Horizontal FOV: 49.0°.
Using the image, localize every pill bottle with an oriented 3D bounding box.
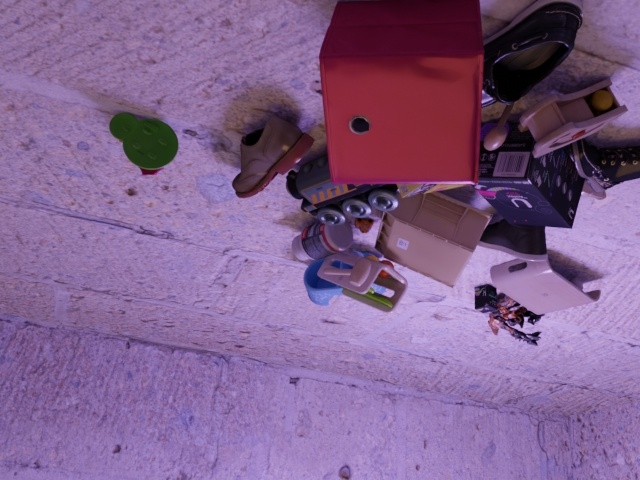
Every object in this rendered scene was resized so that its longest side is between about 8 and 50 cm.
[{"bbox_3d":[0.000,0.000,2.098,0.108,0.107,0.180,25,148,-35],"label":"pill bottle"}]

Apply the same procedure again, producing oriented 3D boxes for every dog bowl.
[{"bbox_3d":[0.077,0.120,2.289,0.297,0.165,0.074,-7,141,26],"label":"dog bowl"}]

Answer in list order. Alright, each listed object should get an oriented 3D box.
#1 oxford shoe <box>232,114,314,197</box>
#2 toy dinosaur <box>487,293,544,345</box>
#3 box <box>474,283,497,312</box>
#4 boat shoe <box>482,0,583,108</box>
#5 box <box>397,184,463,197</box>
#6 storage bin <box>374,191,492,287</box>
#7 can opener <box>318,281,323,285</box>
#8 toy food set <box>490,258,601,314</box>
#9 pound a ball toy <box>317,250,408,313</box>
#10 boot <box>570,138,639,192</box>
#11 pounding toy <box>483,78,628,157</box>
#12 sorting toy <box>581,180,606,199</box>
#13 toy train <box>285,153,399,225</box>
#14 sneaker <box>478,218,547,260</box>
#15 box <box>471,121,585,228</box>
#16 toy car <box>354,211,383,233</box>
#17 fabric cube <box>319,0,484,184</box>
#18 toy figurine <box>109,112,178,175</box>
[{"bbox_3d":[-0.145,-0.209,1.718,0.130,0.123,0.348,43,145,-12],"label":"oxford shoe"},{"bbox_3d":[0.693,0.271,2.550,0.219,0.164,0.322,19,174,4],"label":"toy dinosaur"},{"bbox_3d":[0.576,0.203,2.444,0.052,0.083,0.062,24,149,-35],"label":"box"},{"bbox_3d":[0.361,-0.320,1.336,0.127,0.113,0.340,18,152,-26],"label":"boat shoe"},{"bbox_3d":[0.291,-0.155,1.655,0.232,0.058,0.087,-13,167,-35],"label":"box"},{"bbox_3d":[0.296,-0.015,1.919,0.260,0.123,0.262,24,157,9],"label":"storage bin"},{"bbox_3d":[0.064,0.143,2.432,0.186,0.059,0.073,2,116,-29],"label":"can opener"},{"bbox_3d":[0.734,0.138,2.292,0.306,0.092,0.220,31,147,-28],"label":"toy food set"},{"bbox_3d":[0.111,0.086,2.032,0.208,0.135,0.319,38,169,-29],"label":"pound a ball toy"},{"bbox_3d":[0.677,-0.192,1.586,0.179,0.085,0.236,-16,153,33],"label":"boot"},{"bbox_3d":[0.460,-0.267,1.397,0.270,0.154,0.154,-23,170,-12],"label":"pounding toy"},{"bbox_3d":[0.666,-0.126,1.779,0.083,0.044,0.075,14,161,-19],"label":"sorting toy"},{"bbox_3d":[0.066,-0.150,1.751,0.334,0.142,0.190,-16,135,42],"label":"toy train"},{"bbox_3d":[0.516,-0.042,1.932,0.105,0.146,0.296,-2,-169,-27],"label":"sneaker"},{"bbox_3d":[0.472,-0.145,1.611,0.165,0.143,0.270,7,163,43],"label":"box"},{"bbox_3d":[0.143,-0.054,2.034,0.060,0.040,0.122,14,154,-18],"label":"toy car"},{"bbox_3d":[0.151,-0.265,1.243,0.258,0.259,0.254,1,128,10],"label":"fabric cube"},{"bbox_3d":[-0.440,-0.223,1.734,0.173,0.130,0.159,32,160,-5],"label":"toy figurine"}]
